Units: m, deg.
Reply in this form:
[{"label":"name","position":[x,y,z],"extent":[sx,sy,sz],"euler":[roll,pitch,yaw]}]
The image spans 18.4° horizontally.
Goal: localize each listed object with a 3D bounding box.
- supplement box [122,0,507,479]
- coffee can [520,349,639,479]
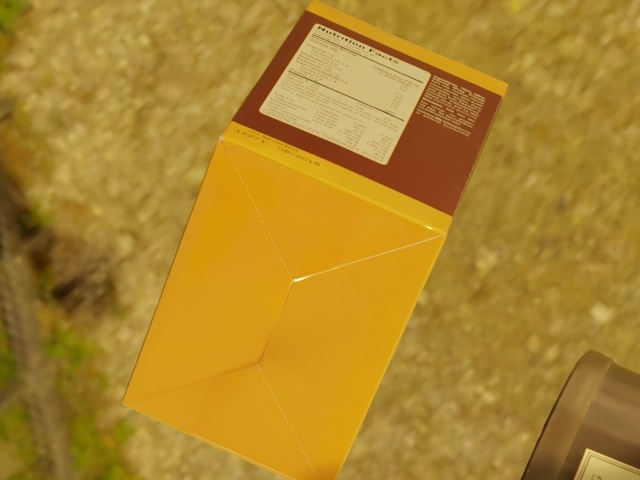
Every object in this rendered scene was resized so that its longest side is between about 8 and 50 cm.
[{"label":"supplement box","position":[0.000,0.000,1.136],"extent":[0.129,0.194,0.191],"euler":[24,123,3]},{"label":"coffee can","position":[0.222,0.196,0.964],"extent":[0.275,0.201,0.201],"euler":[21,134,12]}]
